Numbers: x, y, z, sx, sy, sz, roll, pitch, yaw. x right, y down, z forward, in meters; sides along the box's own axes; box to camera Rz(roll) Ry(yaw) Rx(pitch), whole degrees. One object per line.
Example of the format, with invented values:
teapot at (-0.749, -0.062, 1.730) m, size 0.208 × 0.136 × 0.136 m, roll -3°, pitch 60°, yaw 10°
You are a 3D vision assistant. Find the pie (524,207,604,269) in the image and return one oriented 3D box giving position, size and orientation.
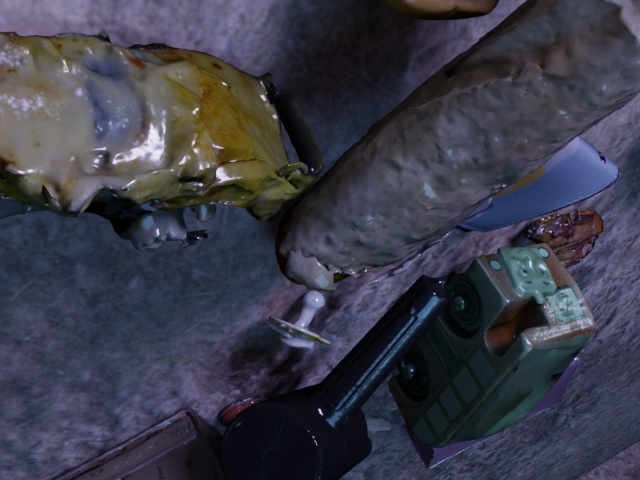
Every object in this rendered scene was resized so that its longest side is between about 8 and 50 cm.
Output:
pie at (0.306, -0.003, 1.015) m, size 0.092 × 0.034 × 0.170 m, roll -36°, pitch 148°, yaw 17°

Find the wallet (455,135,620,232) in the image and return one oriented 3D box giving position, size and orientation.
wallet at (0.155, -0.072, 0.756) m, size 0.170 × 0.069 × 0.231 m, roll -27°, pitch 150°, yaw 31°

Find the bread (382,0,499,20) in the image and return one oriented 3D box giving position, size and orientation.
bread at (0.109, -0.229, 0.477) m, size 0.134 × 0.081 × 0.225 m, roll -7°, pitch 146°, yaw -32°

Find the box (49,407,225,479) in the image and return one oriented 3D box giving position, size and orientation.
box at (-0.174, 0.373, 1.004) m, size 0.225 × 0.190 × 0.297 m, roll -29°, pitch 149°, yaw -6°

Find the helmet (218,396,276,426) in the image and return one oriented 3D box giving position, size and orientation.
helmet at (-0.079, 0.225, 1.001) m, size 0.084 × 0.049 × 0.065 m, roll 4°, pitch 136°, yaw -44°

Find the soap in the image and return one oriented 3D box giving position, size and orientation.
soap at (0.266, 0.246, 1.294) m, size 0.259 × 0.081 × 0.181 m, roll -25°, pitch 150°, yaw -11°

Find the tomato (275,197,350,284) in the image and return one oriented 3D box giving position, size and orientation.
tomato at (0.000, 0.000, 0.725) m, size 0.087 × 0.075 × 0.087 m, roll -14°, pitch 158°, yaw -6°

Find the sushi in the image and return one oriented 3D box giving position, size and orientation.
sushi at (-0.129, -0.044, 0.494) m, size 0.291 × 0.139 × 0.131 m, roll -1°, pitch 146°, yaw -42°

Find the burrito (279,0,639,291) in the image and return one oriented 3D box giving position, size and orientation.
burrito at (0.127, -0.099, 0.538) m, size 0.347 × 0.107 × 0.175 m, roll -43°, pitch 174°, yaw 30°

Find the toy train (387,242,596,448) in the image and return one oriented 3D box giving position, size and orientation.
toy train at (0.200, 0.144, 1.019) m, size 0.129 × 0.159 × 0.326 m, roll -8°, pitch 144°, yaw -29°

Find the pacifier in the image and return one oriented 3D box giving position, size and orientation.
pacifier at (-0.020, 0.081, 0.855) m, size 0.064 × 0.068 × 0.083 m, roll -65°, pitch 155°, yaw -8°

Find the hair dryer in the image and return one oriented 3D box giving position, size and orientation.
hair dryer at (0.050, 0.154, 0.916) m, size 0.302 × 0.116 × 0.244 m, roll -48°, pitch 165°, yaw 13°
